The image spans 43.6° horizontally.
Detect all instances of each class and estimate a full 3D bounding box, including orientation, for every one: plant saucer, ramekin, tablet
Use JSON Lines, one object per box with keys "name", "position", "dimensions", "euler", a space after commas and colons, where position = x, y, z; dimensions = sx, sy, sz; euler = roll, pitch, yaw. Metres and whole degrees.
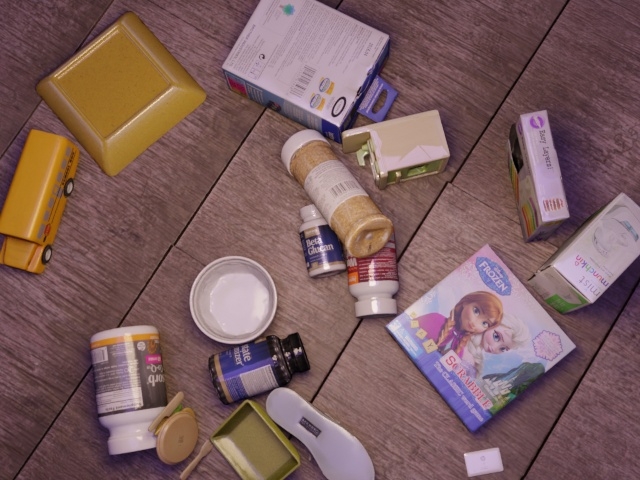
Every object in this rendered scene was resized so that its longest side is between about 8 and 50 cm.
{"name": "plant saucer", "position": [-0.519, -0.391, 2.040], "dimensions": [0.333, 0.081, 0.333], "euler": [-41, 80, -6]}
{"name": "ramekin", "position": [-0.200, 0.147, 1.908], "dimensions": [0.207, 0.109, 0.207], "euler": [-1, 79, 3]}
{"name": "plant saucer", "position": [-0.142, 0.472, 1.838], "dimensions": [0.188, 0.045, 0.188], "euler": [48, 125, 10]}
{"name": "tablet", "position": [0.380, 0.516, 1.862], "dimensions": [0.083, 0.006, 0.054], "euler": [-10, 79, 0]}

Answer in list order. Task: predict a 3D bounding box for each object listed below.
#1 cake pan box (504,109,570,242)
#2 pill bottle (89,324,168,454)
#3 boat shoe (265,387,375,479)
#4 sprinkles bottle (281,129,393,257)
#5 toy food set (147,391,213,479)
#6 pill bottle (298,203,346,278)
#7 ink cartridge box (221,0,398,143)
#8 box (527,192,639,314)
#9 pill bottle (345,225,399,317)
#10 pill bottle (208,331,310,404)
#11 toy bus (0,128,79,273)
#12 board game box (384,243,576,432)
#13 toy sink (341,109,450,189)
{"name": "cake pan box", "position": [0.498, -0.146, 1.860], "dimensions": [0.070, 0.246, 0.266], "euler": [-9, 80, 1]}
{"name": "pill bottle", "position": [-0.440, 0.345, 1.856], "dimensions": [0.162, 0.162, 0.278], "euler": [-10, 80, 1]}
{"name": "boat shoe", "position": [0.003, 0.456, 1.843], "dimensions": [0.306, 0.105, 0.113], "euler": [34, 87, 15]}
{"name": "sprinkles bottle", "position": [0.032, -0.115, 1.864], "dimensions": [0.121, 0.121, 0.355], "euler": [-32, 51, -3]}
{"name": "toy food set", "position": [-0.328, 0.446, 1.826], "dimensions": [0.039, 0.192, 0.132], "euler": [7, 41, 38]}
{"name": "pill bottle", "position": [0.000, 0.000, 1.933], "dimensions": [0.094, 0.094, 0.169], "euler": [-13, 79, 0]}
{"name": "ink cartridge box", "position": [-0.005, -0.424, 1.984], "dimensions": [0.396, 0.151, 0.270], "euler": [28, 83, 9]}
{"name": "box", "position": [0.608, 0.036, 1.812], "dimensions": [0.127, 0.262, 0.231], "euler": [44, 83, 9]}
{"name": "pill bottle", "position": [0.124, 0.070, 1.900], "dimensions": [0.121, 0.121, 0.221], "euler": [-4, 79, 2]}
{"name": "pill bottle", "position": [-0.141, 0.293, 1.871], "dimensions": [0.219, 0.123, 0.122], "euler": [-19, 79, -1]}
{"name": "toy bus", "position": [-0.698, -0.092, 1.965], "dimensions": [0.108, 0.130, 0.332], "euler": [14, 80, 5]}
{"name": "board game box", "position": [0.372, 0.228, 1.886], "dimensions": [0.318, 0.066, 0.318], "euler": [-39, 80, -5]}
{"name": "toy sink", "position": [0.179, -0.208, 1.934], "dimensions": [0.234, 0.153, 0.131], "euler": [-13, 79, -1]}
